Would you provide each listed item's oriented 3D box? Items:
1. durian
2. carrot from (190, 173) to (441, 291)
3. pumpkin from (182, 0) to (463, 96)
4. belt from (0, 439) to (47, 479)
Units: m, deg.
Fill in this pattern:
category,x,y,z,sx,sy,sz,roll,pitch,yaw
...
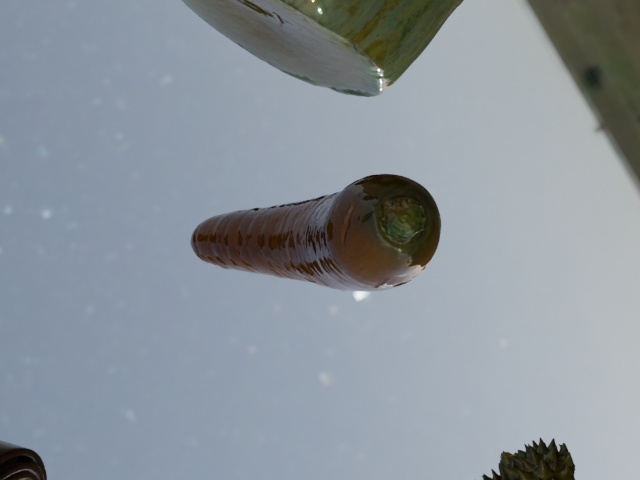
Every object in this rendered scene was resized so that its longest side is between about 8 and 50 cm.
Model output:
category,x,y,z,sx,sy,sz,roll,pitch,yaw
durian,0.147,0.214,1.514,0.102,0.146,0.208,21,-152,-7
carrot,0.000,0.000,1.055,0.062,0.066,0.271,62,161,-8
pumpkin,-0.013,-0.268,1.832,0.332,0.199,0.332,29,180,0
belt,-0.367,0.299,1.863,0.261,0.105,0.184,-48,-35,-48
